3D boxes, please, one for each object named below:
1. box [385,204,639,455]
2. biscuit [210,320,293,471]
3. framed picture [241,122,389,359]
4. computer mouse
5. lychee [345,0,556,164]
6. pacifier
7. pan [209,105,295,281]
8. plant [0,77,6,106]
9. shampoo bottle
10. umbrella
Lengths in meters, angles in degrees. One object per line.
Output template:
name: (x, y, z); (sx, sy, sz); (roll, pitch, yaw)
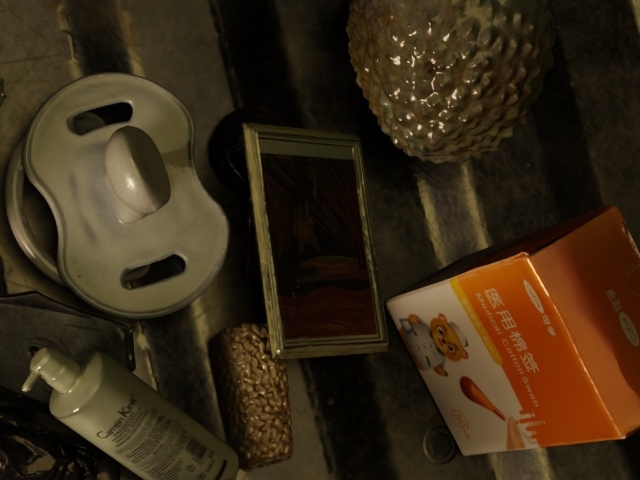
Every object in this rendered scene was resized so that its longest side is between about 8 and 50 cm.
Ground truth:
box: (0.246, 0.110, 1.737); (0.143, 0.341, 0.225); (-29, 92, -26)
biscuit: (-0.076, 0.174, 1.721); (0.070, 0.082, 0.168); (-4, 81, -27)
framed picture: (0.000, 0.000, 1.780); (0.216, 0.016, 0.273); (0, 79, -51)
computer mouse: (-0.299, 0.121, 1.639); (0.231, 0.071, 0.126); (19, 85, -32)
lychee: (0.148, -0.230, 1.811); (0.255, 0.255, 0.274); (21, 79, -20)
pacifier: (-0.213, -0.052, 1.636); (0.227, 0.207, 0.278); (-19, 87, -20)
pan: (-0.075, -0.058, 1.793); (0.115, 0.040, 0.212); (6, 76, -18)
plant: (-0.435, -0.150, 1.589); (0.203, 0.131, 0.142); (-14, 128, -19)
shampoo bottle: (-0.202, 0.191, 1.618); (0.262, 0.085, 0.085); (42, 65, -31)
umbrella: (-0.371, 0.208, 1.572); (0.358, 0.113, 0.106); (14, 71, -28)
